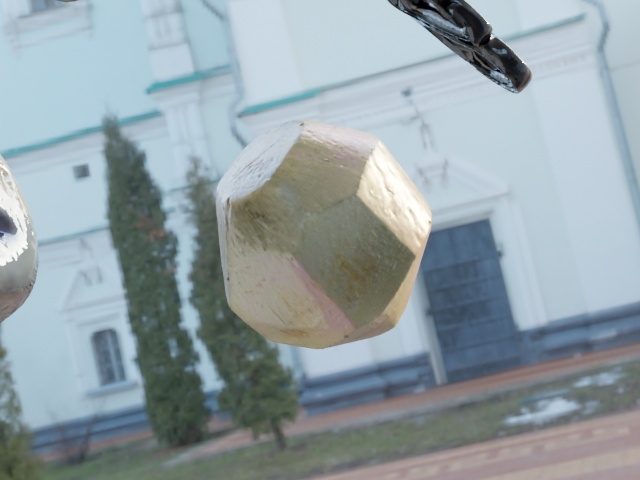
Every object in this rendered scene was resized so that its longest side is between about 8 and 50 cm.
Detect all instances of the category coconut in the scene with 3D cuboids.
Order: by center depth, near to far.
[{"bbox_3d":[0.000,0.000,1.109,0.237,0.237,0.197,-17,34,40],"label":"coconut"}]

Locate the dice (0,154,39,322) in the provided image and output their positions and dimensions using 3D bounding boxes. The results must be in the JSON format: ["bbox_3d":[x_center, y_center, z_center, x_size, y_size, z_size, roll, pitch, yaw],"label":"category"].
[{"bbox_3d":[-0.374,0.002,0.937,0.194,0.193,0.192,-32,-13,20],"label":"dice"}]

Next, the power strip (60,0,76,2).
[{"bbox_3d":[-0.040,-0.195,0.286,0.140,0.139,0.224,-36,-6,-31],"label":"power strip"}]

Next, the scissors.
[{"bbox_3d":[0.047,-0.170,0.754,0.022,0.109,0.300,-49,32,4],"label":"scissors"}]
